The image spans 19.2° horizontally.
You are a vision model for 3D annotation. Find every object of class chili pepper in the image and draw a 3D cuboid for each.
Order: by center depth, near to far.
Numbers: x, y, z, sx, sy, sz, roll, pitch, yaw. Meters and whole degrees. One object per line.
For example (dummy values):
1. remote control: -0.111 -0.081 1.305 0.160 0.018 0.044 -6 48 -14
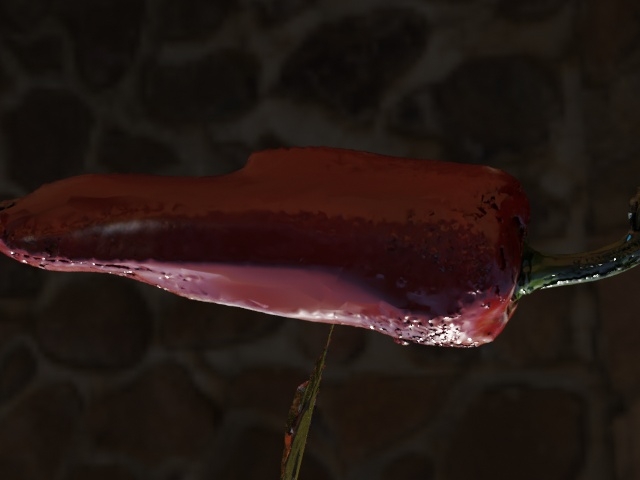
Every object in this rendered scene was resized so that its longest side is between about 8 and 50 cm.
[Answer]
1. chili pepper: 0.000 0.000 1.063 0.388 0.110 0.110 6 167 8

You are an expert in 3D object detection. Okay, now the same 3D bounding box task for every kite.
1. kite: -0.034 0.241 1.686 0.013 0.377 0.327 13 150 4
